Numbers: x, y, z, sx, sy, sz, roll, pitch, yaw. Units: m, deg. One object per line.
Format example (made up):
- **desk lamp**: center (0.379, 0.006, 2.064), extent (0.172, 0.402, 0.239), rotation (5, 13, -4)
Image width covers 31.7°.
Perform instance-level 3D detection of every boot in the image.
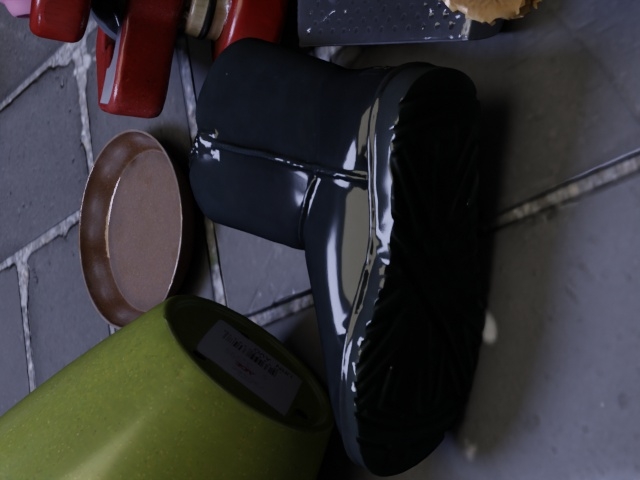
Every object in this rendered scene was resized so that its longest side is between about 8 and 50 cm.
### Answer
- **boot**: center (0.000, 0.000, 0.710), extent (0.207, 0.094, 0.246), rotation (16, 107, 51)

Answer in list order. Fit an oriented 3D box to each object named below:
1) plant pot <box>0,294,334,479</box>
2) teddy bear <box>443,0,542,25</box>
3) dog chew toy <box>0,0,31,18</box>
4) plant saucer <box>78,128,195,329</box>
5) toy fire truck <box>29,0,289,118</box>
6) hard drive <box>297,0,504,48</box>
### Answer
- **plant pot**: center (-0.132, 0.189, 0.764), extent (0.293, 0.275, 0.275), rotation (-53, 49, 13)
- **teddy bear**: center (0.184, -0.226, 0.494), extent (0.245, 0.113, 0.338), rotation (48, 124, 9)
- **dog chew toy**: center (-0.259, -0.361, 0.974), extent (0.207, 0.207, 0.331), rotation (2, 98, 50)
- **plant saucer**: center (-0.152, -0.009, 0.948), extent (0.168, 0.029, 0.168), rotation (-2, 88, 50)
- **toy fire truck**: center (-0.125, -0.245, 0.851), extent (0.254, 0.169, 0.302), rotation (-150, 68, -72)
- **hard drive**: center (0.060, -0.244, 0.686), extent (0.172, 0.054, 0.254), rotation (9, 96, 50)
